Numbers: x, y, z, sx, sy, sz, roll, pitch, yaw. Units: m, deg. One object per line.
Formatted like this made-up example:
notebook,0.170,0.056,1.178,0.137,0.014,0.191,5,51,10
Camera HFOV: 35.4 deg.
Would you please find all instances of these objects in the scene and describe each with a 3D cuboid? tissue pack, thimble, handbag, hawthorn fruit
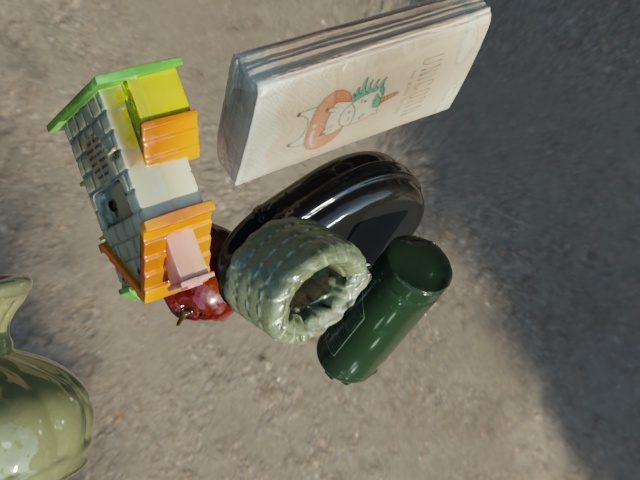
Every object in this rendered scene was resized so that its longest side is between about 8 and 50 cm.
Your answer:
tissue pack,0.039,-0.179,1.153,0.325,0.170,0.071,-22,62,-28
thimble,-0.015,0.029,0.755,0.062,0.110,0.084,32,118,35
handbag,-0.001,-0.001,1.364,0.308,0.254,0.093,-33,67,-1
hawthorn fruit,-0.173,0.060,1.488,0.148,0.148,0.172,18,50,1

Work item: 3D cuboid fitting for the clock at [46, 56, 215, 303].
clock,-0.211,-0.059,1.199,0.106,0.220,0.255,-21,92,-30

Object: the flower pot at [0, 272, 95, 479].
flower pot,-0.427,0.171,1.187,0.308,0.307,0.244,-8,96,3

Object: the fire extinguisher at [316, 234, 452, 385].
fire extinguisher,0.072,0.114,1.367,0.095,0.114,0.311,45,136,11
